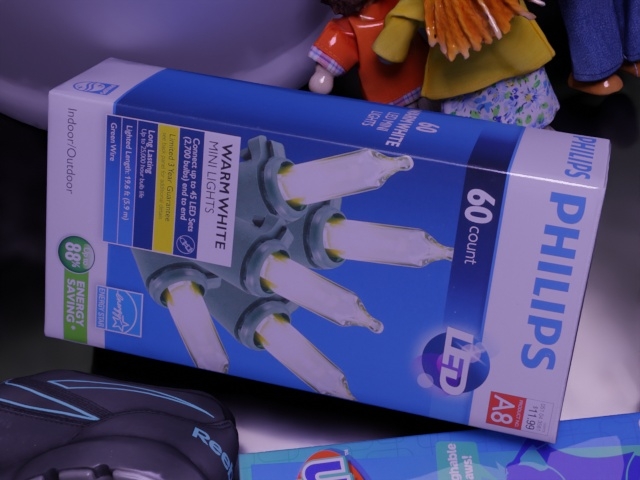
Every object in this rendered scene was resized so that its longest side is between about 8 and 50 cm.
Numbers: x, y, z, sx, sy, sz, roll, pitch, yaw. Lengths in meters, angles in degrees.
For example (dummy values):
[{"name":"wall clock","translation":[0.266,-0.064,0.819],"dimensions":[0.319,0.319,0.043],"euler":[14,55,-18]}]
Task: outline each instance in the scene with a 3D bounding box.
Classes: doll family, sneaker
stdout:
[{"name":"doll family","translation":[0.118,-0.139,0.635],"dimensions":[0.263,0.163,0.118],"euler":[-34,35,-13]},{"name":"sneaker","translation":[-0.165,0.122,0.603],"dimensions":[0.267,0.101,0.106],"euler":[-3,26,15]}]

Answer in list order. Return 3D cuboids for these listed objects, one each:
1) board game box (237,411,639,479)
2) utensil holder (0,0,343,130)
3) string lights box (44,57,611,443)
[{"name":"board game box","translation":[0.071,0.172,0.582],"dimensions":[0.210,0.047,0.160],"euler":[-7,66,1]},{"name":"utensil holder","translation":[-0.119,-0.283,0.609],"dimensions":[0.328,0.385,0.327],"euler":[-1,66,3]},{"name":"string lights box","translation":[0.000,0.000,0.603],"dimensions":[0.260,0.133,0.077],"euler":[10,23,12]}]
